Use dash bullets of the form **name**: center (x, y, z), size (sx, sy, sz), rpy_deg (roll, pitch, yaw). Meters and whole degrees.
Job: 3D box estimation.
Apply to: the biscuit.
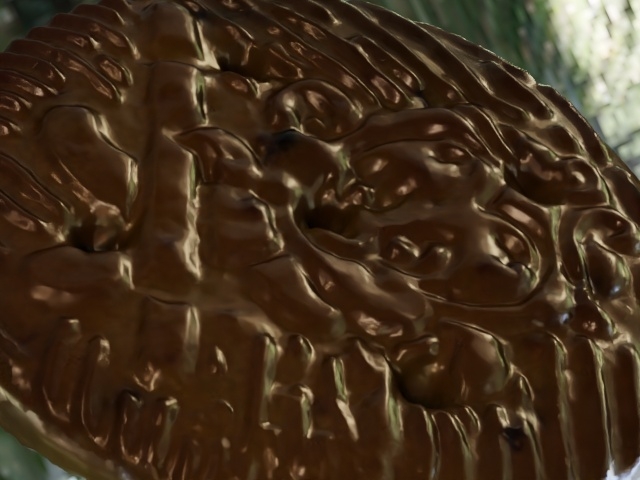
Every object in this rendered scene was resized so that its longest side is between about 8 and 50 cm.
- **biscuit**: center (0.000, -0.001, 0.452), size (0.188, 0.188, 0.027), rpy_deg (-38, 155, -45)
